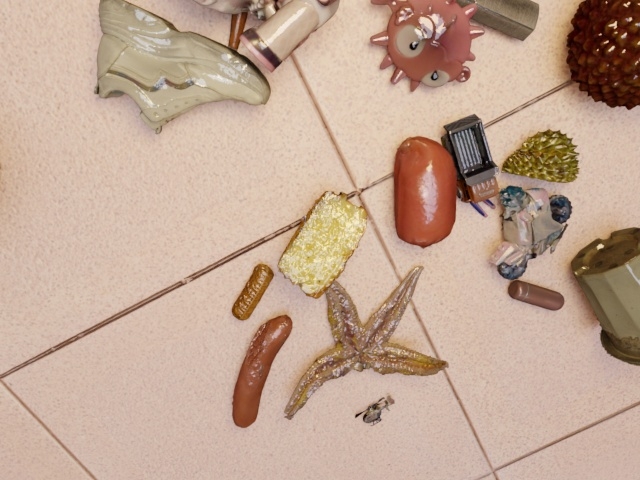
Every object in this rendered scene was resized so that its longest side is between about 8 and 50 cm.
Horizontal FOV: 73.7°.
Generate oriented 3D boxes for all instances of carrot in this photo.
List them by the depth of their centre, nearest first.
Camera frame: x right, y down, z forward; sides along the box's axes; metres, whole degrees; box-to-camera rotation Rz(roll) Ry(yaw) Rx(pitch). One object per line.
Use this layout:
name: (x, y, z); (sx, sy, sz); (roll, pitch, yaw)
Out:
carrot: (-0.166, -0.435, 0.859); (0.032, 0.032, 0.093); (12, 109, -10)

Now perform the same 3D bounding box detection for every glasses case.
glasses case: (0.345, -0.485, 0.873); (0.205, 0.047, 0.070); (17, 76, -11)

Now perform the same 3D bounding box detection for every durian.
durian: (0.514, -0.194, 0.962); (0.187, 0.119, 0.108); (1, 112, -5)

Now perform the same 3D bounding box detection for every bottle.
bottle: (0.561, 0.143, 1.113); (0.140, 0.053, 0.053); (17, 106, -12)

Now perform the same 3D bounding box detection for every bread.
bread: (0.000, 0.000, 0.961); (0.143, 0.139, 0.229); (35, 91, -12)
bread: (-0.164, 0.126, 1.035); (0.052, 0.044, 0.157); (29, 103, -11)

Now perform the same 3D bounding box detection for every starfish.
starfish: (0.107, 0.257, 1.067); (0.398, 0.132, 0.383); (1, 100, 9)

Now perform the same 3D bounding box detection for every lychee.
lychee: (0.659, -0.409, 0.817); (0.306, 0.306, 0.330); (27, 127, -14)

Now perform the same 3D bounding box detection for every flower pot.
flower pot: (0.767, 0.121, 1.040); (0.290, 0.290, 0.259); (-39, 95, 7)

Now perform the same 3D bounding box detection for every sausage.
sausage: (0.233, -0.101, 0.953); (0.148, 0.148, 0.254); (-1, 109, -6)
sausage: (-0.158, 0.327, 1.085); (0.087, 0.079, 0.326); (18, 104, -11)

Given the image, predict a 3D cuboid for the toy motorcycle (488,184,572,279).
toy motorcycle: (0.472, -0.043, 1.019); (0.204, 0.108, 0.239); (38, 76, -20)

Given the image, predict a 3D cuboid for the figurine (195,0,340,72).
figurine: (-0.125, -0.498, 0.740); (0.361, 0.253, 0.211); (39, 127, -11)

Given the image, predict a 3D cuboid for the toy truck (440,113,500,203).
toy truck: (0.335, -0.178, 0.957); (0.083, 0.092, 0.192); (-21, 103, 1)

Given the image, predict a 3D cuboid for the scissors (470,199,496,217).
scissors: (0.376, -0.102, 1.033); (0.113, 0.012, 0.039); (38, 100, -16)

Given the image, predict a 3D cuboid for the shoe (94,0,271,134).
shoe: (-0.277, -0.306, 0.844); (0.342, 0.132, 0.210); (21, 109, -8)

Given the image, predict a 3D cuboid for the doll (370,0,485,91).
doll: (0.210, -0.414, 0.864); (0.211, 0.093, 0.262); (-35, 117, 27)

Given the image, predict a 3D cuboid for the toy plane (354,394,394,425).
toy plane: (0.156, 0.477, 1.193); (0.121, 0.031, 0.049); (-33, 100, 8)
